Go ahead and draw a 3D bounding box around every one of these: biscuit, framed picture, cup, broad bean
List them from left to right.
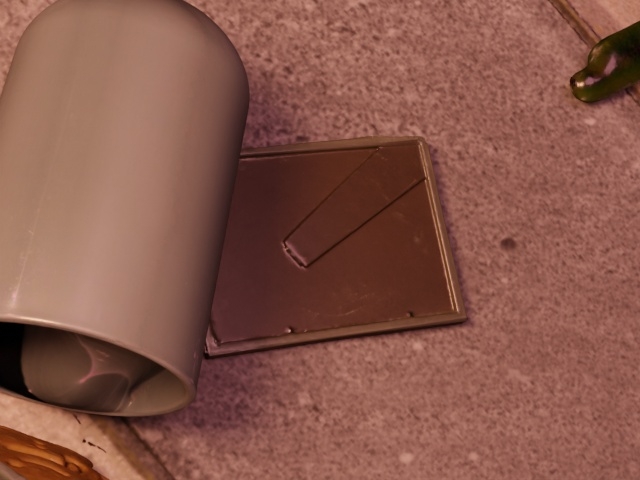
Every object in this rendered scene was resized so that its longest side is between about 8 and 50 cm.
[{"bbox_3d":[-0.213,0.170,1.042,0.133,0.184,0.027,23,90,-2],"label":"biscuit"},{"bbox_3d":[-0.172,-0.034,1.115,0.206,0.205,0.312,17,64,-15],"label":"cup"},{"bbox_3d":[0.000,0.000,1.269,0.260,0.023,0.189,-7,74,-24],"label":"framed picture"},{"bbox_3d":[0.395,-0.171,1.474,0.292,0.049,0.144,17,67,-16],"label":"broad bean"}]

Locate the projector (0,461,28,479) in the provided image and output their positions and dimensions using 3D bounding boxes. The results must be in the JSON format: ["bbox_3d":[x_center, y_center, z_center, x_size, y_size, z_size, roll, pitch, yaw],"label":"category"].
[{"bbox_3d":[-0.289,0.333,0.835,0.395,0.242,0.405,35,42,1],"label":"projector"}]
